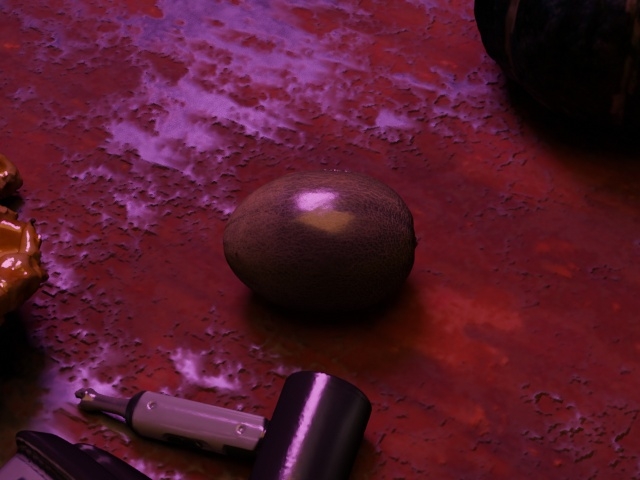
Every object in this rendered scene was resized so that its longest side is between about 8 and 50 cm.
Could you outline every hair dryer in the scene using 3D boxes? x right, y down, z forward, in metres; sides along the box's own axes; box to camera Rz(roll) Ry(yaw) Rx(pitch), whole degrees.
[{"bbox_3d":[-0.073,0.124,0.731,0.197,0.057,0.100,9,54,22],"label":"hair dryer"}]

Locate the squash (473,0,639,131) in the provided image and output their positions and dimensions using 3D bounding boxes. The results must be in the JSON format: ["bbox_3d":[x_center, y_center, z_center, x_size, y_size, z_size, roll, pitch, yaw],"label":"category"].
[{"bbox_3d":[0.238,-0.198,0.870,0.252,0.165,0.252,1,43,-1],"label":"squash"}]

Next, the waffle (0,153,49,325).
[{"bbox_3d":[-0.282,0.006,0.777,0.253,0.056,0.249,20,37,33],"label":"waffle"}]

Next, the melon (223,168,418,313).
[{"bbox_3d":[0.000,0.000,0.782,0.130,0.098,0.098,4,53,4],"label":"melon"}]

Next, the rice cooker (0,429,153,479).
[{"bbox_3d":[-0.104,0.220,0.539,0.227,0.241,0.280,-44,23,-21],"label":"rice cooker"}]
